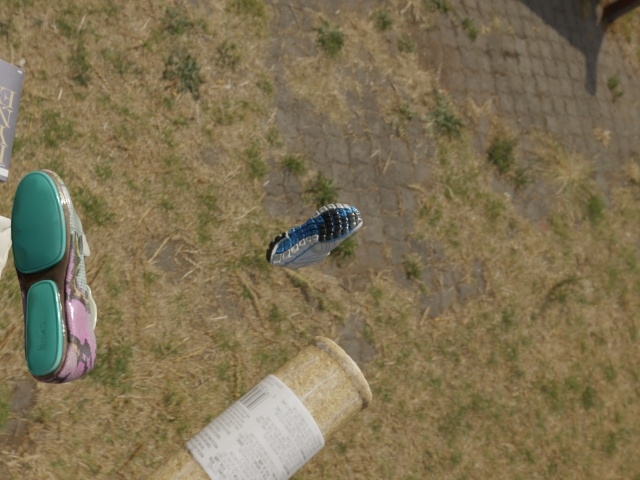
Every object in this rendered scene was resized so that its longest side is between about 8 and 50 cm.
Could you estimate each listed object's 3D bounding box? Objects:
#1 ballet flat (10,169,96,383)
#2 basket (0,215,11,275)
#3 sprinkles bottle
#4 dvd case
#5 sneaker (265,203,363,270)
[{"bbox_3d":[-0.274,0.038,0.643,0.079,0.076,0.222,27,50,-71],"label":"ballet flat"},{"bbox_3d":[-0.704,0.066,0.912,0.328,0.266,0.332,34,62,-49],"label":"basket"},{"bbox_3d":[-0.098,0.269,0.759,0.355,0.121,0.121,-37,98,-22],"label":"sprinkles bottle"},{"bbox_3d":[-0.591,-0.224,1.022,0.164,0.018,0.221,23,62,-51],"label":"dvd case"},{"bbox_3d":[0.000,0.000,1.080,0.083,0.190,0.071,35,38,-46],"label":"sneaker"}]
